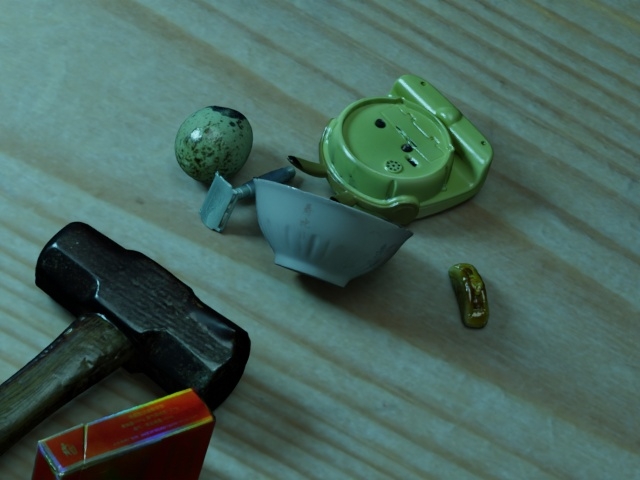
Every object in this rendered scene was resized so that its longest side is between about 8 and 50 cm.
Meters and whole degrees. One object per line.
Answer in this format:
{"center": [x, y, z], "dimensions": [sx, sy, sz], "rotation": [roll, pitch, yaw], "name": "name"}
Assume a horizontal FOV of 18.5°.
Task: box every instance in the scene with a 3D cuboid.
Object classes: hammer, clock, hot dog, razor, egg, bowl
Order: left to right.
{"center": [-0.284, 0.154, 1.961], "dimensions": [0.242, 0.095, 0.409], "rotation": [38, 52, 18], "name": "hammer"}
{"center": [-0.120, -0.113, 2.245], "dimensions": [0.085, 0.085, 0.110], "rotation": [33, 45, 14], "name": "egg"}
{"center": [-0.076, -0.061, 2.243], "dimensions": [0.040, 0.068, 0.135], "rotation": [43, 40, 19], "name": "razor"}
{"center": [0.000, 0.000, 2.159], "dimensions": [0.189, 0.189, 0.086], "rotation": [20, 87, 2], "name": "bowl"}
{"center": [0.075, -0.096, 2.296], "dimensions": [0.232, 0.069, 0.170], "rotation": [-25, 60, -33], "name": "clock"}
{"center": [0.169, 0.056, 2.213], "dimensions": [0.030, 0.034, 0.090], "rotation": [-1, 50, -16], "name": "hot dog"}

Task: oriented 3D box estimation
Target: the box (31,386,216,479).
{"center": [-0.195, 0.215, 1.914], "dimensions": [0.175, 0.112, 0.048], "rotation": [-17, 56, -30], "name": "box"}
